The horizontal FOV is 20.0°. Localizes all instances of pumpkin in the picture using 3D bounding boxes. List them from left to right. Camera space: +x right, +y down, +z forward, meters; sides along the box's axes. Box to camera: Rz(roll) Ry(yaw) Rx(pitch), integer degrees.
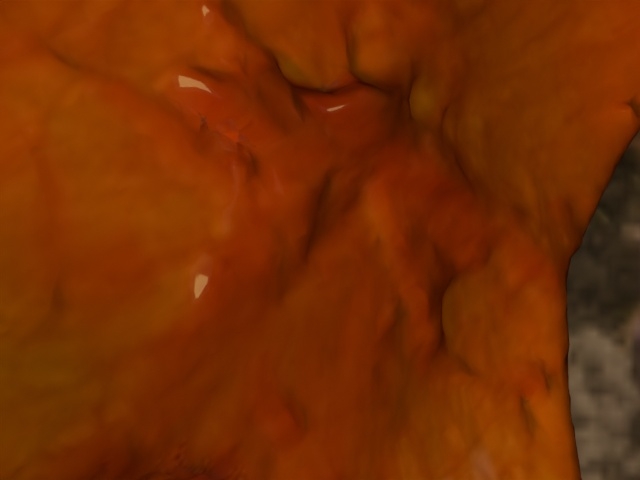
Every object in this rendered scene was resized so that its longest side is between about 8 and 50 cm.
[{"bbox_3d":[-0.009,-0.024,0.390,0.290,0.095,0.258,17,81,-43],"label":"pumpkin"}]
